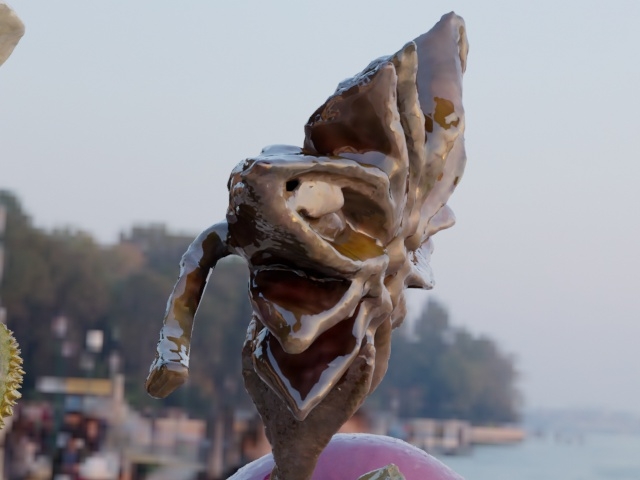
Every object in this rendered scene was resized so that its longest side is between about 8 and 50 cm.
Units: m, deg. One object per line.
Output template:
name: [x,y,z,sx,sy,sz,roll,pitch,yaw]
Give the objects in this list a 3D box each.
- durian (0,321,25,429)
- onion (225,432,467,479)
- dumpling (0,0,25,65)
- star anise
durian: [-0.393,0.154,2.016,0.208,0.146,0.102,-1,-14,21]
onion: [0.008,0.345,1.906,0.358,0.358,0.345,-1,-43,38]
dumpling: [-0.399,-0.163,1.839,0.243,0.187,0.318,-34,2,-10]
star anise: [0.002,0.002,1.145,0.109,0.349,0.292,14,-33,26]
